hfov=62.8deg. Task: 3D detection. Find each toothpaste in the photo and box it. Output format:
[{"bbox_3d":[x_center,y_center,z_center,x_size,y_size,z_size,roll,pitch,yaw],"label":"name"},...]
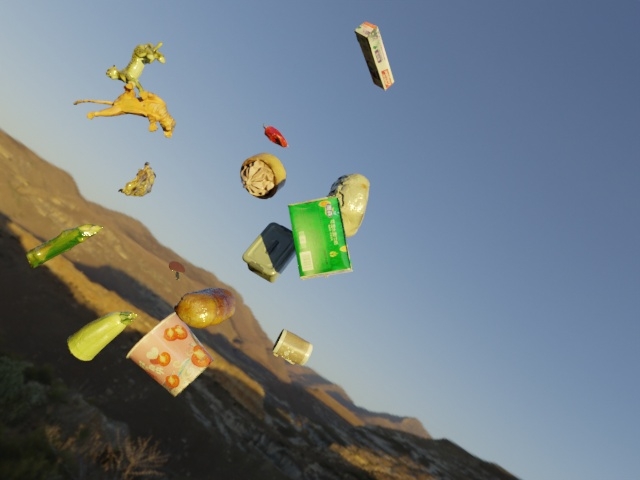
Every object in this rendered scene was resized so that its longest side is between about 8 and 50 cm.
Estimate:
[{"bbox_3d":[0.140,-0.465,1.334,0.047,0.040,0.196,42,-6,33],"label":"toothpaste"}]

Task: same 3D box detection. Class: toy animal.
[{"bbox_3d":[-0.535,-0.522,1.533,0.136,0.181,0.073,42,12,29],"label":"toy animal"},{"bbox_3d":[-0.515,-0.355,1.386,0.256,0.114,0.116,12,6,-5],"label":"toy animal"}]

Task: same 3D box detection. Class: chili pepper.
[{"bbox_3d":[-0.192,-0.436,2.193,0.191,0.050,0.059,44,-34,34],"label":"chili pepper"}]

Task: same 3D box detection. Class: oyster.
[{"bbox_3d":[-0.594,-0.205,1.760,0.079,0.128,0.345,34,2,-13],"label":"oyster"}]

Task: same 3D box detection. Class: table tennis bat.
[{"bbox_3d":[-0.423,0.089,1.548,0.050,0.007,0.083,22,25,-28],"label":"table tennis bat"}]

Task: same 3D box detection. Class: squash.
[{"bbox_3d":[-0.620,0.263,1.524,0.094,0.224,0.094,54,14,-20],"label":"squash"}]

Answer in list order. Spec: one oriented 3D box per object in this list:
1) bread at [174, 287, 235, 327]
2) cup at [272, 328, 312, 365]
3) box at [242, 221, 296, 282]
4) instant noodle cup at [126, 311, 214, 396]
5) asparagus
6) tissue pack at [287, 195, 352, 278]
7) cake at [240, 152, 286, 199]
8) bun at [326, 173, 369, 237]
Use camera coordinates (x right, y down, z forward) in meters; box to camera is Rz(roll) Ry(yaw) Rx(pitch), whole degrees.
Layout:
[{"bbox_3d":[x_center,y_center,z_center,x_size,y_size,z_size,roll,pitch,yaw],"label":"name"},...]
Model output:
[{"bbox_3d":[-0.293,0.171,1.420,0.124,0.083,0.344,25,1,5],"label":"bread"},{"bbox_3d":[-0.085,0.319,1.507,0.099,0.102,0.074,28,20,-5],"label":"cup"},{"bbox_3d":[-0.147,0.044,1.609,0.124,0.172,0.092,30,-30,15],"label":"box"},{"bbox_3d":[-0.539,0.423,1.916,0.231,0.243,0.243,47,-14,2],"label":"instant noodle cup"},{"bbox_3d":[-1.035,0.014,2.094,0.082,0.343,0.085,67,5,37],"label":"asparagus"},{"bbox_3d":[0.001,-0.001,1.487,0.156,0.148,0.208,61,18,-81],"label":"tissue pack"},{"bbox_3d":[-0.261,-0.258,2.234,0.185,0.178,0.207,26,-43,13],"label":"cake"},{"bbox_3d":[0.086,-0.125,1.847,0.142,0.238,0.239,11,-15,-3],"label":"bun"}]
